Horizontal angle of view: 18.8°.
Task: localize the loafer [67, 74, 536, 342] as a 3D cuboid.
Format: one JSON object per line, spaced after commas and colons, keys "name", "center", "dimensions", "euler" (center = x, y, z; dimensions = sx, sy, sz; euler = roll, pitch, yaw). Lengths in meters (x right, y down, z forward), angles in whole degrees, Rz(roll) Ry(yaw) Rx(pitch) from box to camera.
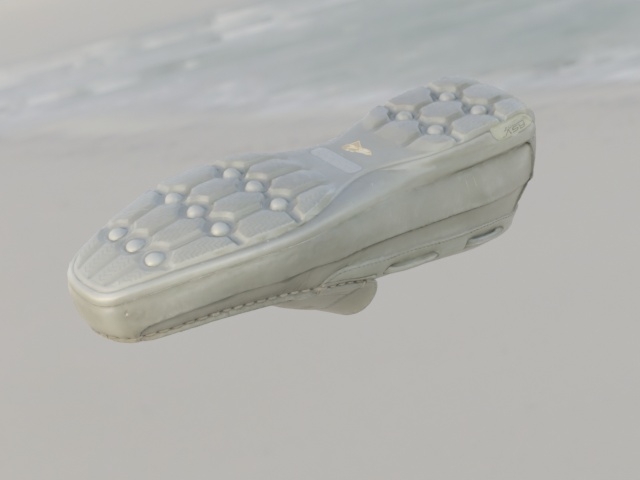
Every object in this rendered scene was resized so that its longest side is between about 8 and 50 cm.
{"name": "loafer", "center": [0.000, 0.000, 1.141], "dimensions": [0.319, 0.111, 0.112], "euler": [-21, 34, -28]}
